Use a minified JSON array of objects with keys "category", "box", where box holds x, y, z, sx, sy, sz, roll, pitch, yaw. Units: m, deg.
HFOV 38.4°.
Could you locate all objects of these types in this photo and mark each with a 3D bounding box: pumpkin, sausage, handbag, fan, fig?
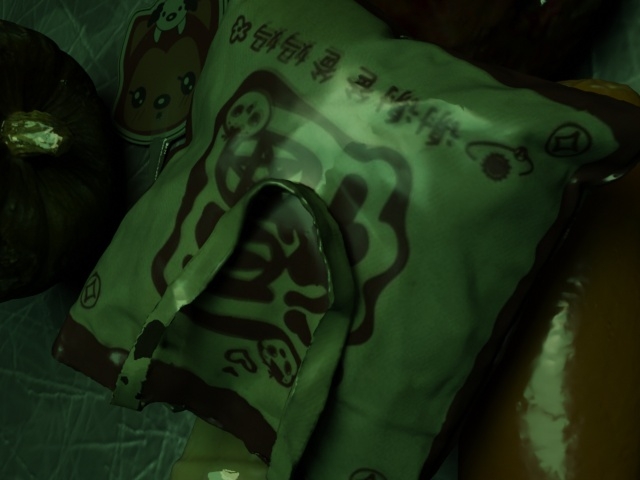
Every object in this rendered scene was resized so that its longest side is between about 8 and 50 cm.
[{"category":"pumpkin","box":[-0.241,-0.061,0.665,0.162,0.219,0.218,-15,68,36]},{"category":"sausage","box":[0.118,0.037,0.444,0.098,0.098,0.238,-4,71,36]},{"category":"handbag","box":[0.000,0.000,0.414,0.213,0.127,0.235,31,98,21]},{"category":"fan","box":[-0.124,-0.101,0.720,0.132,0.009,0.219,-9,70,37]},{"category":"fig","box":[0.057,-0.182,0.509,0.160,0.143,0.230,-21,67,-13]}]

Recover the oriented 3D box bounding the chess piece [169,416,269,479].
[{"category":"chess piece","box":[-0.033,0.025,0.553,0.117,0.117,0.396,-8,69,35]}]
